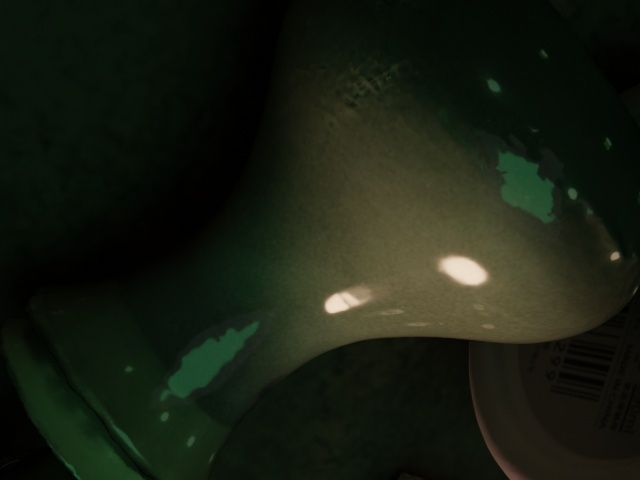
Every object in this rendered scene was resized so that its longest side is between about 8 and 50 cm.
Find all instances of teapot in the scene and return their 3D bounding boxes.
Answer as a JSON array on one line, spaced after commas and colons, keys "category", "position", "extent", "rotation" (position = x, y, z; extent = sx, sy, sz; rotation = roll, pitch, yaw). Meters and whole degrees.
[{"category": "teapot", "position": [0.000, 0.000, 0.663], "extent": [0.251, 0.183, 0.183], "rotation": [-36, 125, 6]}]

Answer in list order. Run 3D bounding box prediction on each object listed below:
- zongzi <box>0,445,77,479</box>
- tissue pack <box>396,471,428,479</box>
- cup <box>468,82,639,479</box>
[{"category": "zongzi", "position": [-0.225, 0.307, 0.674], "extent": [0.393, 0.174, 0.356], "rotation": [-23, 125, -17]}, {"category": "tissue pack", "position": [0.132, 0.249, 0.894], "extent": [0.325, 0.071, 0.170], "rotation": [27, 97, -34]}, {"category": "cup", "position": [0.269, 0.086, 0.781], "extent": [0.372, 0.253, 0.253], "rotation": [24, 100, -32]}]
